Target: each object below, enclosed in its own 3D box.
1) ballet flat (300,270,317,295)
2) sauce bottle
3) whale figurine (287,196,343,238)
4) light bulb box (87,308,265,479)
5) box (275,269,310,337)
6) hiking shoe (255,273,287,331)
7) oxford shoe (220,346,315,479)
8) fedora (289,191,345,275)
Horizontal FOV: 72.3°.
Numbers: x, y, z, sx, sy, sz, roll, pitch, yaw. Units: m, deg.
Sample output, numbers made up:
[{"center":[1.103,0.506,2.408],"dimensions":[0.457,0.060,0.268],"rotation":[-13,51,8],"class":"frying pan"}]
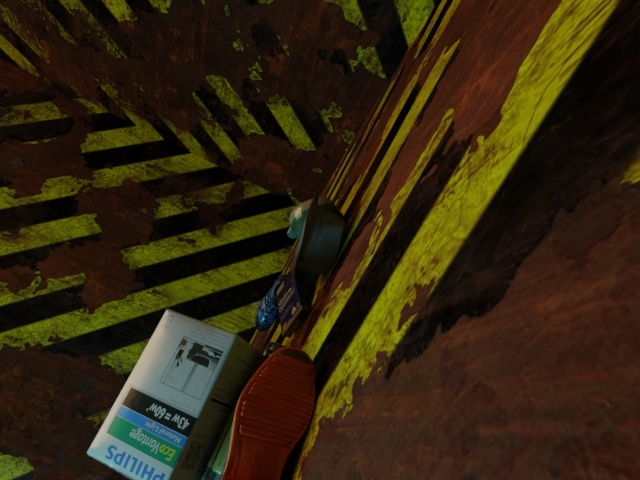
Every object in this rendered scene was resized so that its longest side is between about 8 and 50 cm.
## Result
[{"center":[-0.064,0.153,1.523],"dimensions":[0.248,0.086,0.086],"rotation":[-64,6,7],"class":"ballet flat"},{"center":[-0.158,0.415,1.046],"dimensions":[0.344,0.112,0.111],"rotation":[-65,6,-24],"class":"sauce bottle"},{"center":[-0.011,-0.040,1.592],"dimensions":[0.272,0.217,0.141],"rotation":[85,162,-63],"class":"whale figurine"},{"center":[-0.313,0.426,1.129],"dimensions":[0.360,0.226,0.358],"rotation":[-66,-24,-23],"class":"light bulb box"},{"center":[-0.098,0.185,1.431],"dimensions":[0.136,0.037,0.225],"rotation":[-57,30,30],"class":"box"},{"center":[-0.230,0.297,2.107],"dimensions":[0.303,0.113,0.132],"rotation":[-64,5,-6],"class":"hiking shoe"},{"center":[-0.107,0.361,0.774],"dimensions":[0.132,0.130,0.363],"rotation":[111,-179,-51],"class":"oxford shoe"},{"center":[0.000,0.000,1.352],"dimensions":[0.243,0.125,0.275],"rotation":[-71,1,-63],"class":"fedora"}]
